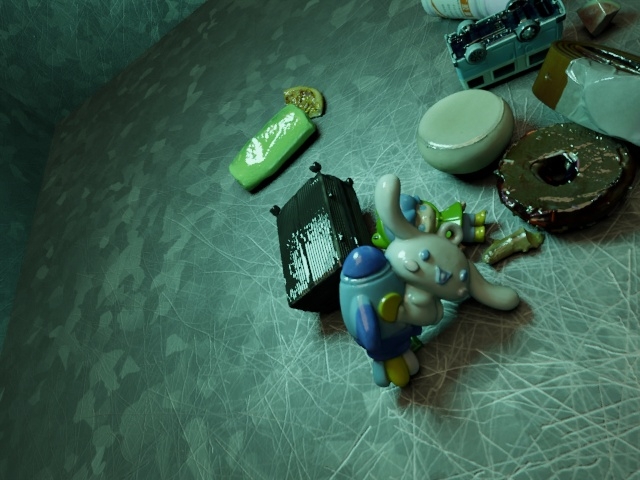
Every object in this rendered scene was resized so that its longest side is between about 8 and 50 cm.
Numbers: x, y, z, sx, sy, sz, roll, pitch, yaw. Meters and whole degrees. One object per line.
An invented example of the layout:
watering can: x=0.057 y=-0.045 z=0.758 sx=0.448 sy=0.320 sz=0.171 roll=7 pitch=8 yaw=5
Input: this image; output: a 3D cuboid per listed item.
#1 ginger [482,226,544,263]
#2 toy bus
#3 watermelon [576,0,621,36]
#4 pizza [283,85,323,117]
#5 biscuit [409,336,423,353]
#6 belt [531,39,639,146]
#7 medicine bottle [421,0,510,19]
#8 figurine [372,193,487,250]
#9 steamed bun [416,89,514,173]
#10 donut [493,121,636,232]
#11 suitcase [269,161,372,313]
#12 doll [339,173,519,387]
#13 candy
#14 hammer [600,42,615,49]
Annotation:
ginger: x=0.424 y=0.009 z=0.914 sx=0.137 sy=0.044 sz=0.057 roll=-27 pitch=70 yaw=19
toy bus: x=0.495 y=-0.524 z=1.102 sx=0.272 sy=0.165 sz=0.132 roll=-17 pitch=56 yaw=23
watermelon: x=0.703 y=-0.573 z=1.050 sx=0.093 sy=0.084 sz=0.072 roll=20 pitch=66 yaw=19
pizza: x=-0.065 y=-0.529 z=1.538 sx=0.127 sy=0.058 sz=0.246 roll=-40 pitch=47 yaw=7
biscuit: x=0.193 y=0.254 z=0.934 sx=0.089 sy=0.016 sz=0.046 roll=-47 pitch=47 yaw=0
belt: x=0.610 y=-0.325 z=0.868 sx=0.218 sy=0.122 sz=0.338 roll=-5 pitch=42 yaw=-15
medicine bottle: x=0.484 y=-0.779 z=1.238 sx=0.316 sy=0.202 sz=0.202 roll=32 pitch=83 yaw=42
figurine: x=0.259 y=-0.033 z=0.992 sx=0.264 sy=0.143 sz=0.162 roll=3 pitch=72 yaw=15
steamed bun: x=0.367 y=-0.260 z=1.040 sx=0.232 sy=0.145 sz=0.231 roll=-18 pitch=49 yaw=21
donut: x=0.524 y=-0.137 z=0.898 sx=0.270 sy=0.103 sz=0.269 roll=-18 pitch=53 yaw=25
suitcase: x=0.000 y=0.000 z=1.080 sx=0.230 sy=0.152 sz=0.334 roll=-43 pitch=44 yaw=36
doll: x=0.168 y=0.111 z=0.841 sx=0.376 sy=0.187 sz=0.365 roll=42 pitch=94 yaw=11
candy: x=-0.169 y=-0.324 z=1.448 sx=0.344 sy=0.132 sz=0.142 roll=-42 pitch=91 yaw=7
hammer: x=0.652 y=-0.422 z=1.042 sx=0.199 sy=0.013 sz=0.062 roll=-35 pitch=49 yaw=10
